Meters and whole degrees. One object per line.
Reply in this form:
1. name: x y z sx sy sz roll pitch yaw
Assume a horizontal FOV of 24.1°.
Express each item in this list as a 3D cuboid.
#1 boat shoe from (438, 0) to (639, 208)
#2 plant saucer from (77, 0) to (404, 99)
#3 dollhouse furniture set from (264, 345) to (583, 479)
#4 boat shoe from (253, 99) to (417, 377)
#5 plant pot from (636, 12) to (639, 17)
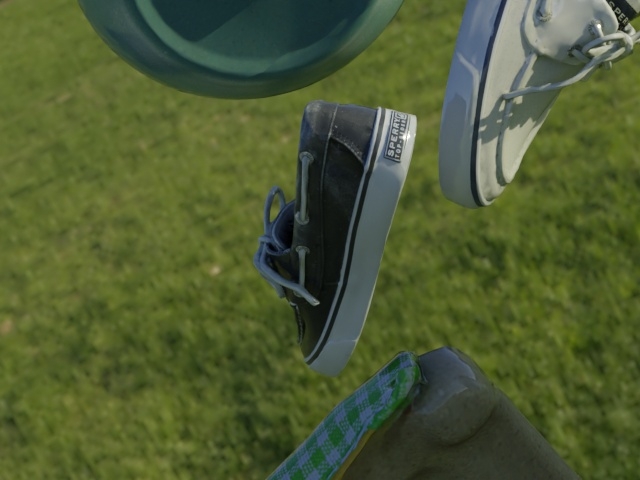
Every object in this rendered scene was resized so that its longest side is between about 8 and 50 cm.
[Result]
1. boat shoe: 0.214 -0.191 1.240 0.156 0.367 0.136 18 0 20
2. plant saucer: -0.022 -0.094 0.480 0.119 0.119 0.021 -26 33 4
3. dollhouse furniture set: 0.015 0.154 0.435 0.197 0.301 0.151 -44 31 -2
4. boat shoe: -0.001 0.003 1.243 0.306 0.105 0.113 104 179 -55
5. plant pot: 0.259 -0.302 1.507 0.187 0.212 0.212 -44 -9 21
